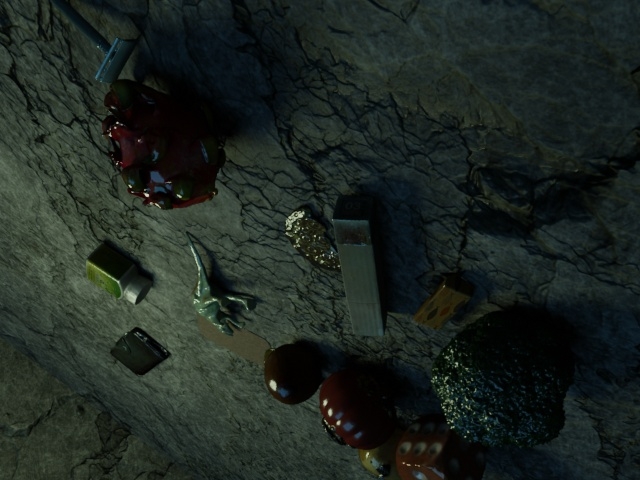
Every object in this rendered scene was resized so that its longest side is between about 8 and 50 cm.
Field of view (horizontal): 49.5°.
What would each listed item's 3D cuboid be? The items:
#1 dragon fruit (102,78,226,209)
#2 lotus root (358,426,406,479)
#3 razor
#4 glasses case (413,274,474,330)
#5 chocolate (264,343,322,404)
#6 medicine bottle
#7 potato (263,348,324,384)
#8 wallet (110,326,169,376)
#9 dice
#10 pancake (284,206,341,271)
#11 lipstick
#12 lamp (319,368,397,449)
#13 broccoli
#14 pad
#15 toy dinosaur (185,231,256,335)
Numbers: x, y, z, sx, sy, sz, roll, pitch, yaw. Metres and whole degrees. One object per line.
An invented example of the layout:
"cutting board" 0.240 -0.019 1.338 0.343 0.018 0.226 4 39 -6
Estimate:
"dragon fruit" -0.337 -0.192 1.426 0.307 0.243 0.227 20 -179 14
"lotus root" 0.201 0.610 1.978 0.257 0.154 0.140 27 123 -1
"razor" -0.477 -0.436 1.402 0.232 0.068 0.106 45 118 7
"glasses case" 0.261 0.132 1.473 0.064 0.041 0.170 23 144 -3
"chocolate" -0.078 0.372 1.917 0.177 0.177 0.177 22 143 18
"medicine bottle" -0.620 0.111 2.136 0.188 0.088 0.132 32 145 5
"potato" -0.088 0.389 2.049 0.198 0.054 0.119 28 140 9
"wallet" -0.678 0.419 2.581 0.172 0.045 0.318 41 143 -10
"dice" 0.315 0.579 1.834 0.175 0.174 0.179 -8 127 46
"pancake" 0.000 0.000 1.554 0.184 0.020 0.190 15 141 27
"lipstick" 0.091 0.066 1.491 0.080 0.076 0.371 2 135 13
"lamp" 0.104 0.437 1.825 0.227 0.227 0.227 22 143 18
"broccoli" 0.385 0.283 1.400 0.297 0.297 0.297 -5 160 42
"pad" -0.268 0.302 2.139 0.266 0.002 0.176 24 143 16
"toy dinosaur" -0.296 0.149 1.921 0.205 0.092 0.393 5 137 43
